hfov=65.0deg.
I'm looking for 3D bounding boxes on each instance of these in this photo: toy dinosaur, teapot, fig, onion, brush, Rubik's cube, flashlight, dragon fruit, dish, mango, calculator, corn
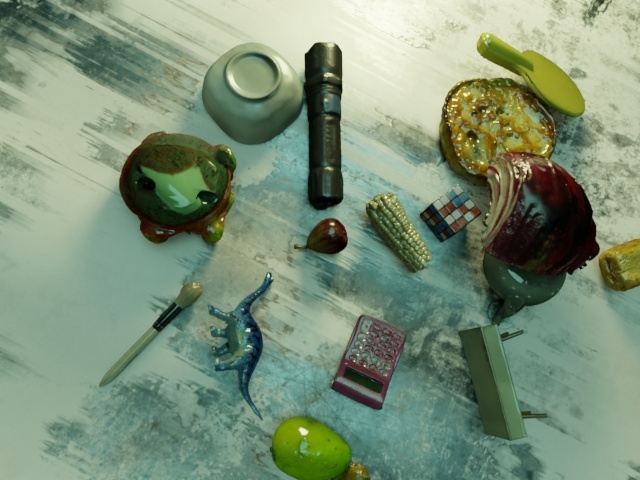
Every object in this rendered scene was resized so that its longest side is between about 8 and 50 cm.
[{"bbox_3d":[-0.184,0.218,1.101,0.144,0.076,0.329,8,64,-13],"label":"toy dinosaur"},{"bbox_3d":[0.484,0.061,1.205,0.193,0.129,0.294,22,72,-2],"label":"teapot"},{"bbox_3d":[0.000,0.000,1.186,0.125,0.089,0.089,-22,79,15],"label":"fig"},{"bbox_3d":[0.513,-0.084,1.121,0.280,0.146,0.314,13,57,-4],"label":"onion"},{"bbox_3d":[-0.373,0.202,1.099,0.299,0.039,0.042,-46,124,-13],"label":"brush"},{"bbox_3d":[0.316,-0.065,1.229,0.092,0.092,0.092,-36,82,-15],"label":"Rubik's cube"},{"bbox_3d":[0.012,-0.286,1.249,0.103,0.103,0.424,0,78,-8],"label":"flashlight"},{"bbox_3d":[-0.321,-0.124,1.145,0.295,0.130,0.268,45,70,5],"label":"dragon fruit"},{"bbox_3d":[-0.165,-0.376,1.230,0.256,0.117,0.256,2,76,-8],"label":"dish"},{"bbox_3d":[-0.017,0.440,1.053,0.178,0.100,0.119,17,72,-11],"label":"mango"},{"bbox_3d":[0.113,0.275,1.147,0.126,0.034,0.190,25,68,0],"label":"calculator"},{"bbox_3d":[0.191,-0.020,1.211,0.087,0.087,0.211,-34,88,-14],"label":"corn"}]

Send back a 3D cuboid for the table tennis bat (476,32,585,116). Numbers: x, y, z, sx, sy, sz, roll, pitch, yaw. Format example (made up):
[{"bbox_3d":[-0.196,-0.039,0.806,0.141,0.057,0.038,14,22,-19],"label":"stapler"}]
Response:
[{"bbox_3d":[0.559,-0.440,1.322,0.368,0.054,0.224,20,51,-21],"label":"table tennis bat"}]

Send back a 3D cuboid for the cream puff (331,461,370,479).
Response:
[{"bbox_3d":[0.069,0.518,1.069,0.058,0.083,0.083,42,54,-42],"label":"cream puff"}]

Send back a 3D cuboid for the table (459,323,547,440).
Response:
[{"bbox_3d":[0.416,0.309,1.133,0.111,0.121,0.240,-9,78,-10],"label":"table"}]

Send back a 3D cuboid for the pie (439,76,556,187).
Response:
[{"bbox_3d":[0.449,-0.278,1.307,0.315,0.092,0.315,1,77,-3],"label":"pie"}]

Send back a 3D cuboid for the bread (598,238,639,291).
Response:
[{"bbox_3d":[0.812,0.052,1.272,0.211,0.083,0.114,-15,84,-11],"label":"bread"}]
